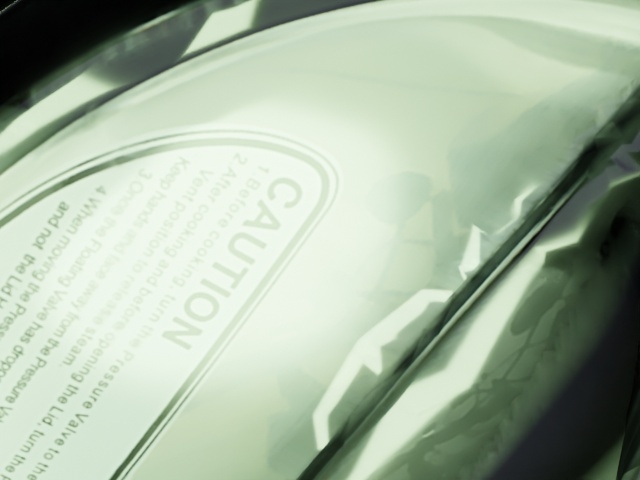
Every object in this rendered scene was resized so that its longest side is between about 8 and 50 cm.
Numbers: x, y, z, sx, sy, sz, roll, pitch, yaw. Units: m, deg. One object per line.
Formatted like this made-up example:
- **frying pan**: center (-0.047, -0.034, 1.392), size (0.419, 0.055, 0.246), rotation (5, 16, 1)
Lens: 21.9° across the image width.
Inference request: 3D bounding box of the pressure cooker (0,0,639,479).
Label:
- **pressure cooker**: center (0.006, 0.001, 0.541), size (0.376, 0.420, 0.370), rotation (-12, 127, -5)
